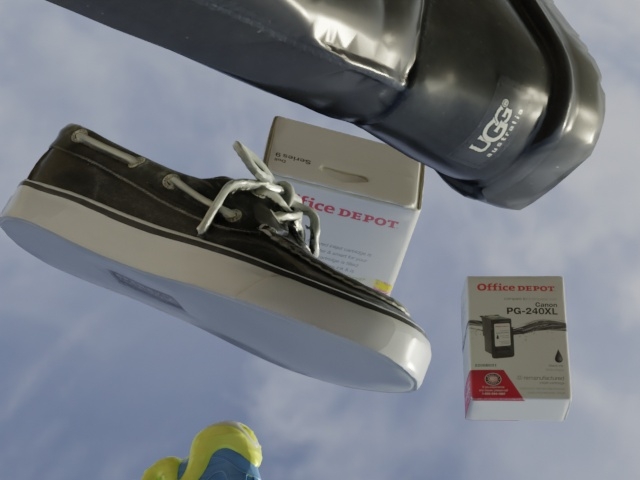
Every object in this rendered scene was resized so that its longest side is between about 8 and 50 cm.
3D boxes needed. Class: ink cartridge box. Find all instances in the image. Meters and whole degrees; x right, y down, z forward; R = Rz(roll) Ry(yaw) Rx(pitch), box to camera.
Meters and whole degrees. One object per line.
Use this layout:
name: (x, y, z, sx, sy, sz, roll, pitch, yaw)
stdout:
ink cartridge box: (0.210, 0.115, 1.842, 0.109, 0.063, 0.150, 0, -119, 0)
ink cartridge box: (0.000, 0.000, 1.654, 0.154, 0.212, 0.093, 13, -136, -5)

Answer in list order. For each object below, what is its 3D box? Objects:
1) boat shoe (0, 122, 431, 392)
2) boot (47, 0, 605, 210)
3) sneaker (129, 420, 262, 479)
boat shoe: (-0.056, 0.002, 1.069, 0.306, 0.113, 0.105, 19, -110, 31)
boot: (-0.088, -0.204, 0.893, 0.445, 0.146, 0.367, 18, -156, -40)
sneaker: (-0.152, 0.294, 1.759, 0.091, 0.240, 0.126, 34, -161, -43)
